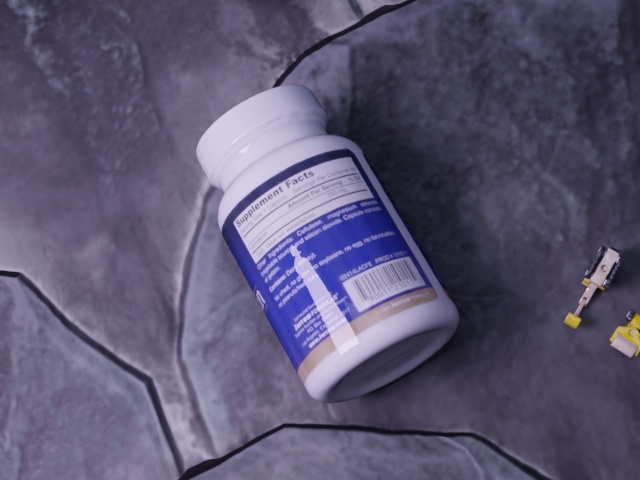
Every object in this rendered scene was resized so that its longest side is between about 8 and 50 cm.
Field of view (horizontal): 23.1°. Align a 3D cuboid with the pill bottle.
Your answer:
[{"bbox_3d":[0.000,0.000,1.414,0.153,0.153,0.265,-30,71,1],"label":"pill bottle"}]

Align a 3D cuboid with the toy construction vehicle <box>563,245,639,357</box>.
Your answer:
[{"bbox_3d":[0.277,0.050,1.416,0.086,0.035,0.098,28,84,5],"label":"toy construction vehicle"}]
